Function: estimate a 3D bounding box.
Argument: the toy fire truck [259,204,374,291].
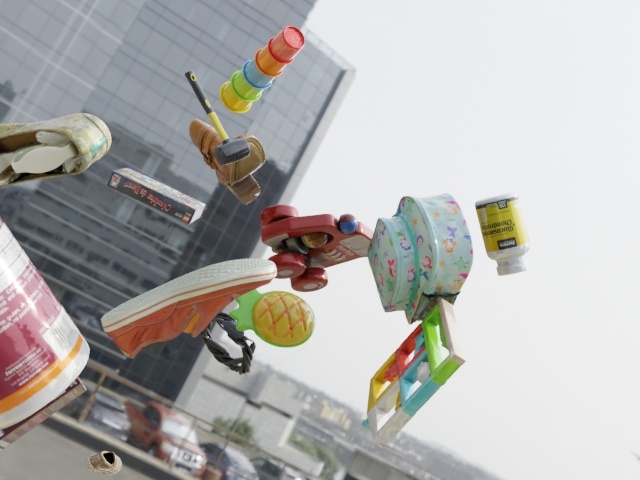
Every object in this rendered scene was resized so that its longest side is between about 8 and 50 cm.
[{"bbox_3d":[0.000,0.000,1.867,0.254,0.169,0.302,-19,-26,21],"label":"toy fire truck"}]

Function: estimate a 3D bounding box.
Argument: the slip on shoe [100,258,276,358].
[{"bbox_3d":[-0.228,0.117,1.338,0.123,0.331,0.101,-99,165,-78],"label":"slip on shoe"}]

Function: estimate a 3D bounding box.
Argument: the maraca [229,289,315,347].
[{"bbox_3d":[-0.101,0.163,1.598,0.186,0.127,0.099,17,-30,-6],"label":"maraca"}]

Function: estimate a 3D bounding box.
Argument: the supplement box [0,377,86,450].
[{"bbox_3d":[-0.672,0.386,1.723,0.073,0.239,0.130,52,-22,9],"label":"supplement box"}]

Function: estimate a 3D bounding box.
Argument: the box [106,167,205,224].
[{"bbox_3d":[-0.428,-0.119,1.950,0.233,0.044,0.159,26,7,-4],"label":"box"}]

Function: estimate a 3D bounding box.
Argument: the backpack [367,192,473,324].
[{"bbox_3d":[0.211,0.027,1.550,0.191,0.225,0.253,0,-39,-19],"label":"backpack"}]

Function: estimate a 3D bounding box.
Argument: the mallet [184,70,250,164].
[{"bbox_3d":[-0.204,-0.222,1.351,0.189,0.062,0.039,55,-34,0],"label":"mallet"}]

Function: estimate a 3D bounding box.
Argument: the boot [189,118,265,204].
[{"bbox_3d":[-0.236,-0.232,1.825,0.220,0.109,0.283,50,-12,15],"label":"boot"}]

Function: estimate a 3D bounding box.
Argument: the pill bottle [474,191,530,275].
[{"bbox_3d":[0.430,-0.015,1.728,0.103,0.184,0.103,-14,0,0],"label":"pill bottle"}]

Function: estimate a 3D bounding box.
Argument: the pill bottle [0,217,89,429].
[{"bbox_3d":[-0.560,0.084,1.158,0.224,0.224,0.392,9,-48,57],"label":"pill bottle"}]

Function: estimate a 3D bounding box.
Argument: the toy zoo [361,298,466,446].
[{"bbox_3d":[0.170,0.271,1.455,0.030,0.293,0.192,31,24,-14],"label":"toy zoo"}]

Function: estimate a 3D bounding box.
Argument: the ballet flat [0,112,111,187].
[{"bbox_3d":[-0.547,-0.149,1.332,0.349,0.123,0.123,-9,-23,15],"label":"ballet flat"}]

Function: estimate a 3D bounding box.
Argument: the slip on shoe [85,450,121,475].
[{"bbox_3d":[-0.481,0.500,1.681,0.051,0.041,0.135,60,3,25],"label":"slip on shoe"}]

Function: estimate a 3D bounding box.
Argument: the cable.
[{"bbox_3d":[-0.235,0.256,1.867,0.184,0.047,0.150,28,-48,28],"label":"cable"}]

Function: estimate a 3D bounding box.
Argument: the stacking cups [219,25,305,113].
[{"bbox_3d":[-0.149,-0.425,1.844,0.096,0.096,0.316,30,-30,-19],"label":"stacking cups"}]
